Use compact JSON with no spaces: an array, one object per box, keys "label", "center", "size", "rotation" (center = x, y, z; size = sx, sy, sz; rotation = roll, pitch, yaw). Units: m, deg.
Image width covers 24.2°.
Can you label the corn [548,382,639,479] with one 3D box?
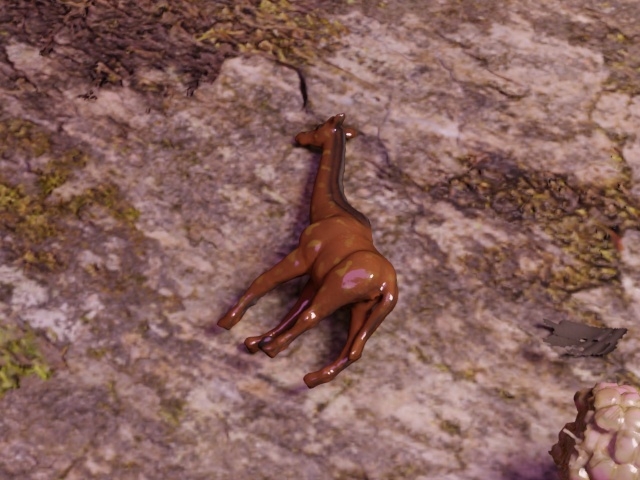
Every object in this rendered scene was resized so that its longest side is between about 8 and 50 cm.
[{"label":"corn","center":[0.327,0.192,1.044],"size":[0.335,0.127,0.127],"rotation":[25,62,10]}]

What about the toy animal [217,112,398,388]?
[{"label":"toy animal","center":[0.000,0.000,1.292],"size":[0.230,0.066,0.224],"rotation":[-50,44,-13]}]

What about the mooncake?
[{"label":"mooncake","center":[0.234,0.196,1.123],"size":[0.150,0.057,0.347],"rotation":[10,54,0]}]
